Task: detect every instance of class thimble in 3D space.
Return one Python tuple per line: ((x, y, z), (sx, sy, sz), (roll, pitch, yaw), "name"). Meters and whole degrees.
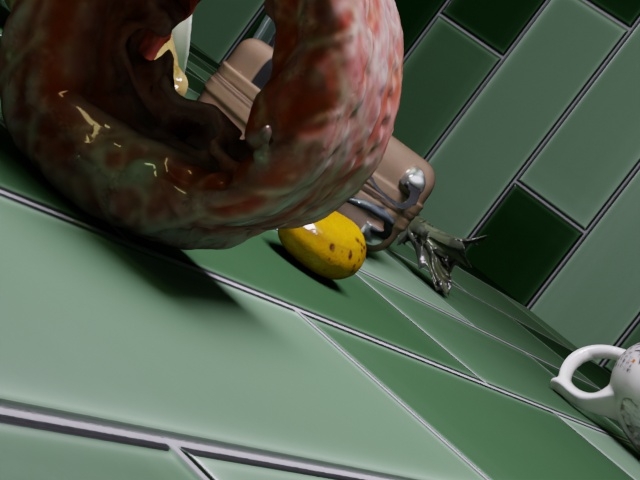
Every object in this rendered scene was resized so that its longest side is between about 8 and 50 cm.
((-0.071, -0.112, 0.892), (0.239, 0.239, 0.162), (39, 4, 14), "thimble")

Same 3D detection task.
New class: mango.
((0.000, 0.000, 1.303), (0.079, 0.057, 0.114), (48, 13, 27), "mango")

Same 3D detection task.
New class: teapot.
((0.433, 0.223, 1.813), (0.300, 0.166, 0.208), (29, -19, 41), "teapot")

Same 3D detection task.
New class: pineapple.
((0.108, -0.043, 2.060), (0.277, 0.119, 0.130), (40, -13, 7), "pineapple")

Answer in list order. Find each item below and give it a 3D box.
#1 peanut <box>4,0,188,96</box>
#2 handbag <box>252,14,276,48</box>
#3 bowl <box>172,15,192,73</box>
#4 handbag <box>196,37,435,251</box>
((-0.229, -0.222, 1.440), (0.233, 0.110, 0.197), (34, 6, -9), "peanut")
((-0.079, -0.290, 2.227), (0.079, 0.247, 0.260), (31, 7, -3), "handbag")
((-0.232, -0.315, 1.636), (0.145, 0.277, 0.277), (-2, 19, -16), "bowl")
((0.013, -0.100, 1.775), (0.302, 0.149, 0.283), (35, 8, -42), "handbag")
